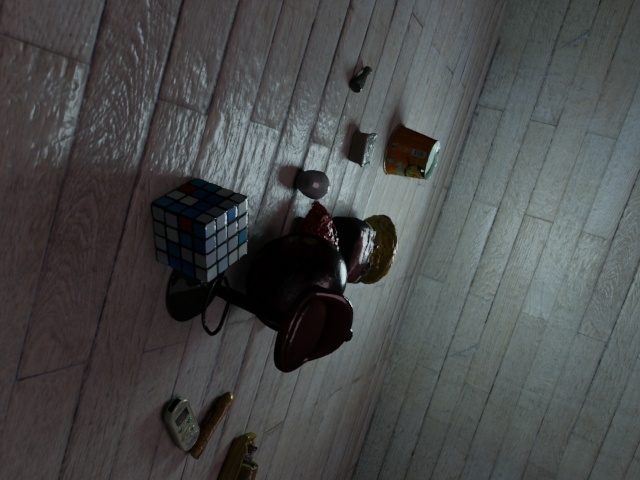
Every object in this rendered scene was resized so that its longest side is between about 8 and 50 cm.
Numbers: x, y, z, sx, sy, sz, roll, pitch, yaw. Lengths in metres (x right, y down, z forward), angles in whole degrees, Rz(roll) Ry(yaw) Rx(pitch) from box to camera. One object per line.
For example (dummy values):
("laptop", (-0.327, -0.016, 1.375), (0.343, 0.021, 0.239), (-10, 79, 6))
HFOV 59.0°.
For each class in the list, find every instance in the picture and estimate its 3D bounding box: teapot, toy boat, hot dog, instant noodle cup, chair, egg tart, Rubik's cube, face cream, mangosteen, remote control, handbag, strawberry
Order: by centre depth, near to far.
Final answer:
("Rubik's cube", (-0.261, -0.025, 1.250), (0.154, 0.151, 0.155), (-41, 145, -47))
("chair", (-0.141, 0.163, 1.355), (0.226, 0.400, 0.227), (-51, 152, -41))
("remote control", (-0.383, 0.507, 1.562), (0.078, 0.042, 0.222), (-51, 150, -37))
("mangosteen", (-0.045, 0.148, 1.624), (0.306, 0.360, 0.306), (-37, 162, -14))
("hot dog", (-0.331, 0.554, 1.712), (0.216, 0.047, 0.066), (-59, -168, -22))
("face cream", (-0.024, -0.174, 1.744), (0.095, 0.091, 0.091), (8, 102, -59))
("strawberry", (0.011, -0.004, 1.832), (0.174, 0.097, 0.228), (14, 92, -49))
("teapot", (0.137, -0.537, 1.873), (0.043, 0.042, 0.111), (81, 32, -50))
("toy boat", (-0.283, 0.822, 1.959), (0.311, 0.115, 0.089), (-69, 158, -3))
("handbag", (0.106, 0.040, 2.106), (0.181, 0.181, 0.255), (9, 99, -60))
("egg tart", (0.186, 0.029, 2.260), (0.123, 0.294, 0.294), (14, 97, -32))
("instant noodle cup", (0.399, -0.368, 2.426), (0.230, 0.182, 0.230), (-48, 149, -43))

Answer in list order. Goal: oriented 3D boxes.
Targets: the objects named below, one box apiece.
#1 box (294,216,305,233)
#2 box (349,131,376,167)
("box", (-0.052, -0.030, 1.870), (0.079, 0.035, 0.083), (18, 92, -68))
("box", (0.151, -0.333, 2.044), (0.089, 0.062, 0.122), (-28, 133, -58))
